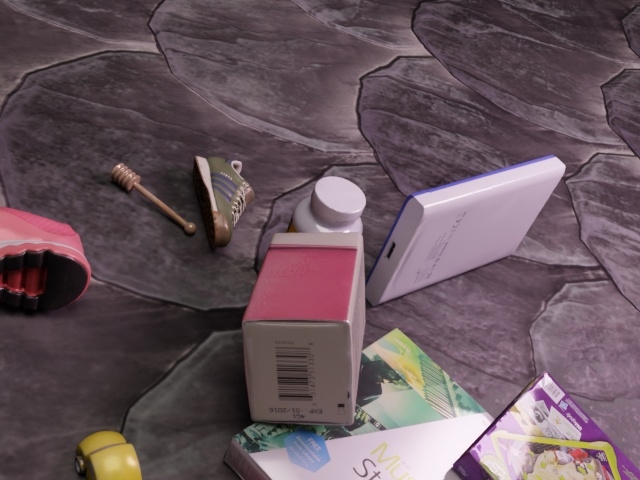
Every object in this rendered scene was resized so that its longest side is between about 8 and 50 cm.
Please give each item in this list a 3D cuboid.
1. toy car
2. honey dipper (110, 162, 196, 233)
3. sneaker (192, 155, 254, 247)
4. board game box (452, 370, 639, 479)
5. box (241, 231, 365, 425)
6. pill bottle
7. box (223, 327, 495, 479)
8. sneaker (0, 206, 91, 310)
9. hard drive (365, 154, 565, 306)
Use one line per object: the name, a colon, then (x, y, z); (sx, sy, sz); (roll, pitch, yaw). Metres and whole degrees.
toy car: (-0.203, 0.319, 0.865); (0.239, 0.053, 0.225); (31, 42, 9)
honey dipper: (-0.253, -0.060, 1.267); (0.161, 0.030, 0.030); (38, 43, 10)
sneaker: (-0.142, -0.067, 1.290); (0.086, 0.064, 0.192); (-2, 44, -19)
board game box: (0.346, 0.350, 1.039); (0.347, 0.056, 0.208); (49, 42, 12)
box: (-0.013, 0.103, 1.048); (0.127, 0.148, 0.232); (0, 26, 6)
pill bottle: (0.000, 0.000, 1.194); (0.103, 0.184, 0.103); (13, 42, -12)
box: (0.074, 0.264, 1.044); (0.232, 0.058, 0.322); (43, 43, 21)
sneaker: (-0.457, 0.011, 1.061); (0.314, 0.115, 0.136); (9, 29, -21)
hard drive: (0.225, -0.018, 1.293); (0.319, 0.210, 0.040); (-17, 54, -36)
